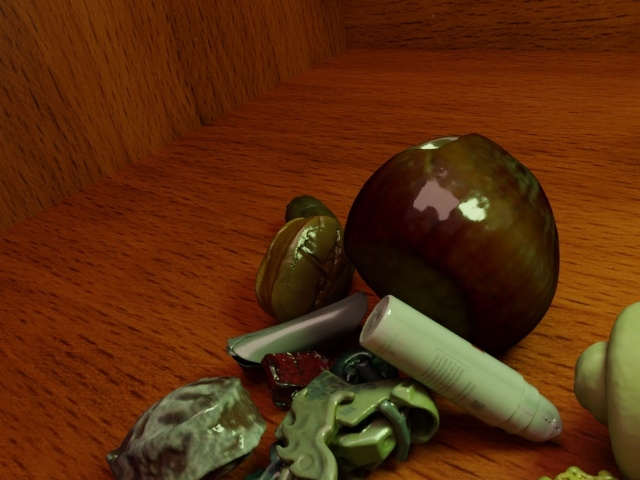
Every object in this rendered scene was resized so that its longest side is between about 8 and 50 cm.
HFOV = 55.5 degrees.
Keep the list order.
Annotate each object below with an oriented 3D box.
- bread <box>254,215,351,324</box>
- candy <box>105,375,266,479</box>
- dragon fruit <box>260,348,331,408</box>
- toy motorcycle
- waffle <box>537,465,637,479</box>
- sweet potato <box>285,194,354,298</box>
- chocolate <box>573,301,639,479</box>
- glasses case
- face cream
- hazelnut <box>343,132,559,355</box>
[{"bbox_3d":[-0.033,0.072,1.377,0.142,0.195,0.270,12,71,51],"label":"bread"},{"bbox_3d":[-0.229,0.333,1.023,0.289,0.157,0.214,-30,-1,28],"label":"candy"},{"bbox_3d":[-0.052,0.278,1.190,0.147,0.096,0.102,8,34,-26],"label":"dragon fruit"},{"bbox_3d":[0.036,0.335,0.984,0.237,0.169,0.410,8,42,42],"label":"toy motorcycle"},{"bbox_3d":[0.314,0.411,0.777,0.219,0.057,0.229,-13,53,17],"label":"waffle"},{"bbox_3d":[0.005,-0.002,1.588,0.130,0.131,0.423,-20,40,-11],"label":"sweet potato"},{"bbox_3d":[0.532,0.236,0.842,0.297,0.326,0.314,-19,-2,39],"label":"chocolate"},{"bbox_3d":[-0.037,0.208,1.269,0.308,0.128,0.083,-20,57,-10],"label":"glasses case"},{"bbox_3d":[0.232,0.217,0.993,0.345,0.102,0.102,32,37,-6],"label":"face cream"},{"bbox_3d":[0.256,0.024,1.137,0.402,0.429,0.402,-29,23,14],"label":"hazelnut"}]
